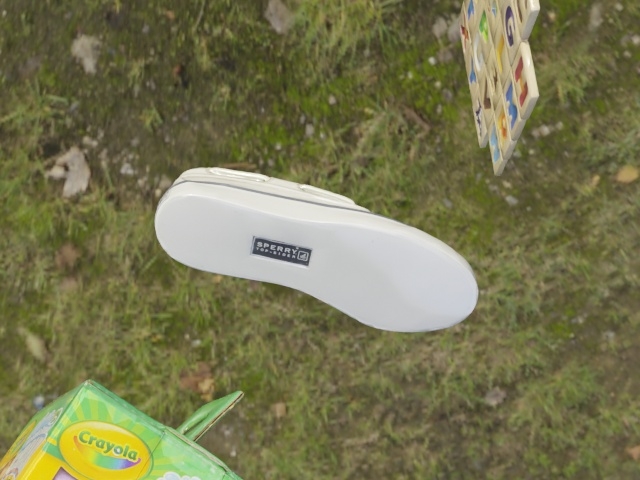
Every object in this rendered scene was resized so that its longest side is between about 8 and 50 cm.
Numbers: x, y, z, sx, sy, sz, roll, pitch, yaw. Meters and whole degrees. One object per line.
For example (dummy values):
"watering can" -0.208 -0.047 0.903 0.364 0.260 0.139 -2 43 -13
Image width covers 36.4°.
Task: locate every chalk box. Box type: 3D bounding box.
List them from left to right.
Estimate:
"chalk box" -0.154 0.218 0.674 0.179 0.289 0.180 37 149 -12

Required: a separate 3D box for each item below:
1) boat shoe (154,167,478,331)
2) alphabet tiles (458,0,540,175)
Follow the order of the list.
"boat shoe" 0.000 0.000 0.808 0.268 0.088 0.096 12 122 -1
"alphabet tiles" 0.180 -0.236 1.028 0.011 0.285 0.342 -7 165 0
